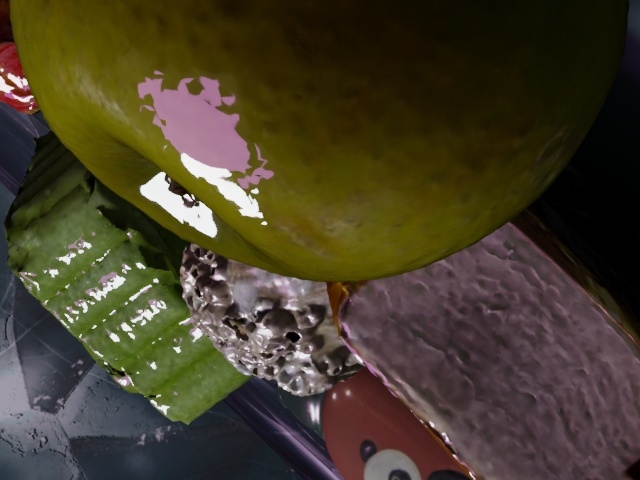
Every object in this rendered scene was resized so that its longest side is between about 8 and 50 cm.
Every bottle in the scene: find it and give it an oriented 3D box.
[{"bbox_3d":[0.100,0.140,1.089,0.336,0.144,0.144,35,168,45],"label":"bottle"}]

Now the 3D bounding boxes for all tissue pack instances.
[{"bbox_3d":[0.079,0.037,0.697,0.183,0.092,0.226,47,-170,-11],"label":"tissue pack"}]

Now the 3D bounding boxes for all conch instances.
[{"bbox_3d":[0.000,0.000,0.987,0.178,0.163,0.245,2,133,22],"label":"conch"}]

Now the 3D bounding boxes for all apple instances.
[{"bbox_3d":[-0.004,-0.074,0.516,0.196,0.157,0.196,32,169,7],"label":"apple"}]

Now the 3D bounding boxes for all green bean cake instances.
[{"bbox_3d":[-0.118,0.002,1.205,0.200,0.113,0.214,49,-159,-20],"label":"green bean cake"}]

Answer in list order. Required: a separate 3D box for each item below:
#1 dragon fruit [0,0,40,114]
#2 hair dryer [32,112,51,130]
[{"bbox_3d":[-0.202,-0.166,1.037,0.246,0.125,0.125,-122,28,-54],"label":"dragon fruit"},{"bbox_3d":[-0.202,-0.154,1.250,0.124,0.071,0.219,38,161,12],"label":"hair dryer"}]
